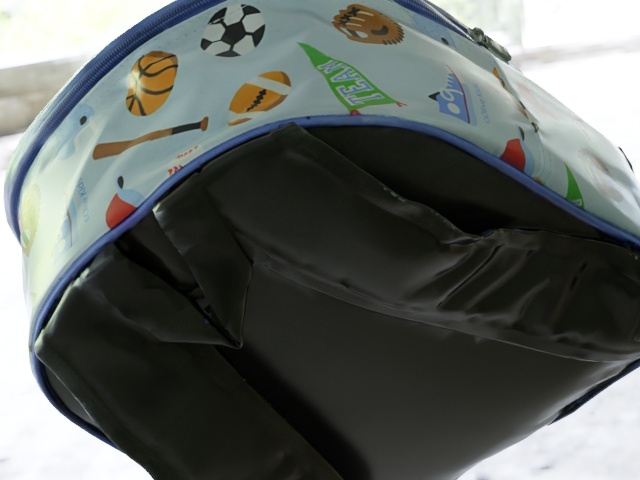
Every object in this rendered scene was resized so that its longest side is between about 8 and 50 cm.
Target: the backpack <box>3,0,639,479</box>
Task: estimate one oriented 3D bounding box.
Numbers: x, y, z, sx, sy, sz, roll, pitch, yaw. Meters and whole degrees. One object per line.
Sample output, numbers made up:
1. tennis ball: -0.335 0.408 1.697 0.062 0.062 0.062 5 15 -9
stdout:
1. backpack: 0.000 0.000 0.769 0.276 0.213 0.263 -42 -40 18
